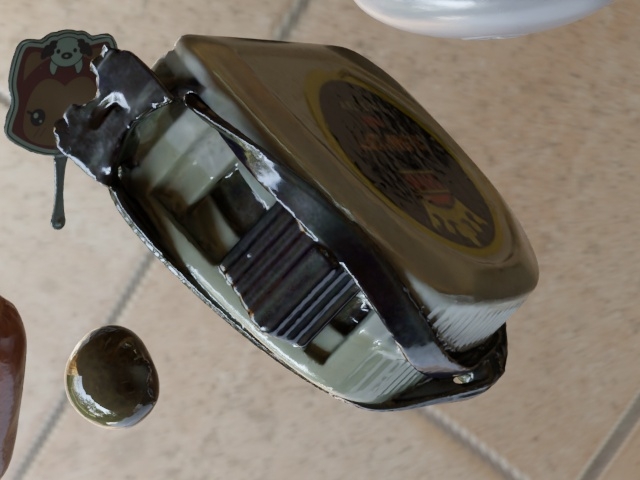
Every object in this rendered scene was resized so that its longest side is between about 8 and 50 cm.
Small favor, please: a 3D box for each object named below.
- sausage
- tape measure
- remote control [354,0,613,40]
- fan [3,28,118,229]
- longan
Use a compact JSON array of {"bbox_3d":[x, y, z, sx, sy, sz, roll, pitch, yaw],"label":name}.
[{"bbox_3d":[-0.256,0.116,1.332,0.077,0.077,0.194,31,131,18],"label":"sausage"},{"bbox_3d":[0.000,0.000,1.038,0.133,0.271,0.231,-45,71,21],"label":"tape measure"},{"bbox_3d":[0.137,-0.222,1.418,0.221,0.332,0.103,-2,108,8],"label":"remote control"},{"bbox_3d":[-0.268,-0.113,1.875,0.009,0.132,0.220,34,126,50],"label":"fan"},{"bbox_3d":[-0.211,0.141,1.863,0.113,0.092,0.113,10,106,37],"label":"longan"}]
